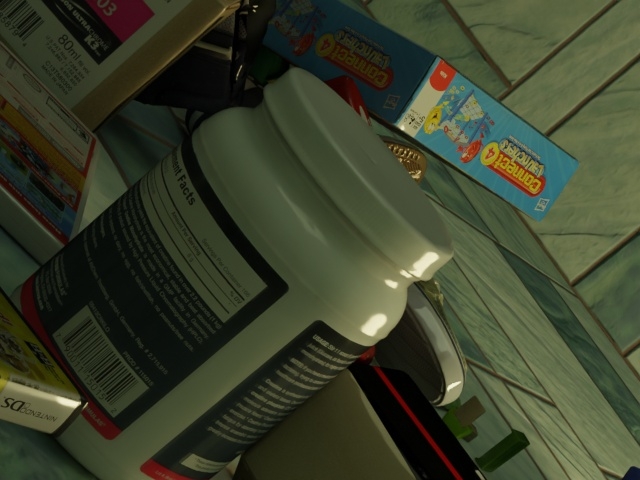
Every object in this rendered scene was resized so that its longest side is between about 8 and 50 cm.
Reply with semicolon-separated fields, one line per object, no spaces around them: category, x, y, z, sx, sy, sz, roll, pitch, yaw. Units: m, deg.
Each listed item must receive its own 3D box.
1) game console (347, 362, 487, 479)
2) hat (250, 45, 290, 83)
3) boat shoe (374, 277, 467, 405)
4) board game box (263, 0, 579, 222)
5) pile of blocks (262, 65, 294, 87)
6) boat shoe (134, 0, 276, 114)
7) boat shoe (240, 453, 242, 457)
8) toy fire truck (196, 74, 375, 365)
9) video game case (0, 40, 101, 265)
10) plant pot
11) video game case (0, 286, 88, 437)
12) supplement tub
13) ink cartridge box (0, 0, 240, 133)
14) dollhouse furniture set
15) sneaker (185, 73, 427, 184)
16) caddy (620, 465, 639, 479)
game console;0.135;0.279;1.685;0.386;0.060;0.342;54;8;15
hat;-0.136;-0.158;2.066;0.208;0.183;0.173;8;-21;26
boat shoe;0.088;0.056;1.963;0.094;0.109;0.302;-13;53;-31
board game box;0.095;-0.168;1.979;0.302;0.086;0.308;29;5;-47
pile of blocks;-0.068;-0.204;2.314;0.362;0.149;0.112;-98;-171;-52
boat shoe;-0.215;-0.227;1.748;0.341;0.158;0.127;16;18;15
boat shoe;-0.015;0.211;1.325;0.170;0.063;0.059;56;9;25
toy fire truck;0.000;0.000;1.771;0.302;0.169;0.254;-99;167;-47
video game case;-0.270;-0.101;1.445;0.204;0.025;0.285;46;13;-17
plant pot;-0.003;0.175;1.257;0.109;0.096;0.109;58;-22;17
video game case;-0.285;-0.007;1.016;0.275;0.035;0.248;46;9;32
supplement tub;-0.064;0.032;1.195;0.191;0.272;0.191;47;13;-14
ink cartridge box;-0.225;-0.245;1.634;0.234;0.193;0.088;48;13;-4
dollhouse furniture set;0.174;0.191;2.031;0.151;0.058;0.076;57;14;29
sneaker;-0.020;-0.115;1.986;0.282;0.099;0.153;-1;39;-34
caddy;0.426;0.410;2.002;0.341;0.179;0.241;38;-5;-41
